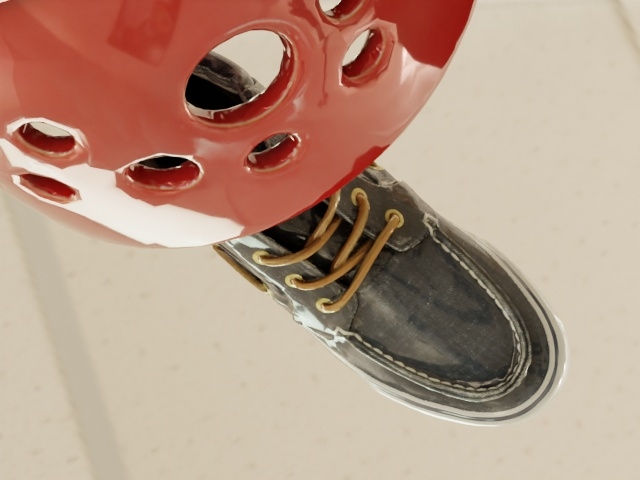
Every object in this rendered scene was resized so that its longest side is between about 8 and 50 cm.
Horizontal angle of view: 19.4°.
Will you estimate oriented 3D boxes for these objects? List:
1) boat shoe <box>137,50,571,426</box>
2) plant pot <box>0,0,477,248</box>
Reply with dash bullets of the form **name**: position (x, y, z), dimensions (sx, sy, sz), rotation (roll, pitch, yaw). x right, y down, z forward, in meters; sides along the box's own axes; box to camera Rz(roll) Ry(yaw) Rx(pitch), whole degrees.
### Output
- **boat shoe**: position (0.000, 0.000, 0.624), dimensions (0.183, 0.083, 0.065), rotation (36, -89, 14)
- **plant pot**: position (-0.064, -0.111, 0.533), dimensions (0.174, 0.191, 0.191), rotation (42, -144, -62)
